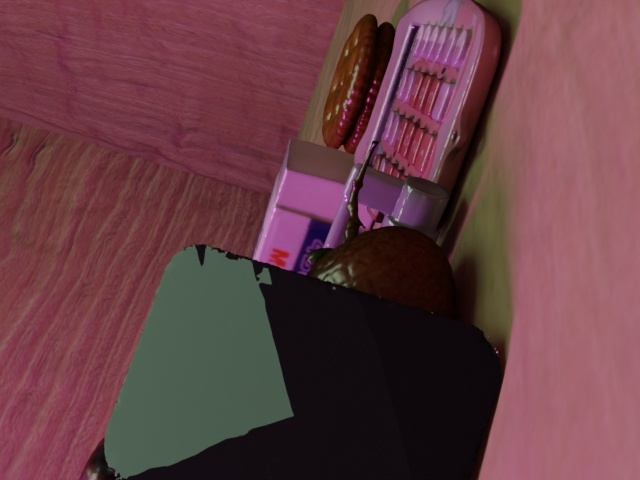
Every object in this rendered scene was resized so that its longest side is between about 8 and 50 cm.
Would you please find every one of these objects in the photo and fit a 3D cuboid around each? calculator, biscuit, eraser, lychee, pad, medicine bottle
[{"bbox_3d":[0.093,-0.116,0.726,0.329,0.048,0.220,-103,31,-72],"label":"calculator"},{"bbox_3d":[0.060,-0.241,1.221,0.220,0.066,0.220,-165,90,-80],"label":"biscuit"},{"bbox_3d":[-0.021,0.017,0.990,0.081,0.124,0.279,-84,11,-53],"label":"eraser"},{"bbox_3d":[0.040,0.030,0.529,0.114,0.101,0.140,-38,36,12],"label":"lychee"},{"bbox_3d":[-0.038,0.181,0.487,0.055,0.250,0.323,-6,-72,-56],"label":"pad"},{"bbox_3d":[0.030,0.050,0.615,0.061,0.092,0.220,-63,-6,-66],"label":"medicine bottle"}]

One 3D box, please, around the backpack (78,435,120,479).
[{"bbox_3d":[-0.087,0.219,0.665,0.229,0.229,0.138,-91,17,-70],"label":"backpack"}]
